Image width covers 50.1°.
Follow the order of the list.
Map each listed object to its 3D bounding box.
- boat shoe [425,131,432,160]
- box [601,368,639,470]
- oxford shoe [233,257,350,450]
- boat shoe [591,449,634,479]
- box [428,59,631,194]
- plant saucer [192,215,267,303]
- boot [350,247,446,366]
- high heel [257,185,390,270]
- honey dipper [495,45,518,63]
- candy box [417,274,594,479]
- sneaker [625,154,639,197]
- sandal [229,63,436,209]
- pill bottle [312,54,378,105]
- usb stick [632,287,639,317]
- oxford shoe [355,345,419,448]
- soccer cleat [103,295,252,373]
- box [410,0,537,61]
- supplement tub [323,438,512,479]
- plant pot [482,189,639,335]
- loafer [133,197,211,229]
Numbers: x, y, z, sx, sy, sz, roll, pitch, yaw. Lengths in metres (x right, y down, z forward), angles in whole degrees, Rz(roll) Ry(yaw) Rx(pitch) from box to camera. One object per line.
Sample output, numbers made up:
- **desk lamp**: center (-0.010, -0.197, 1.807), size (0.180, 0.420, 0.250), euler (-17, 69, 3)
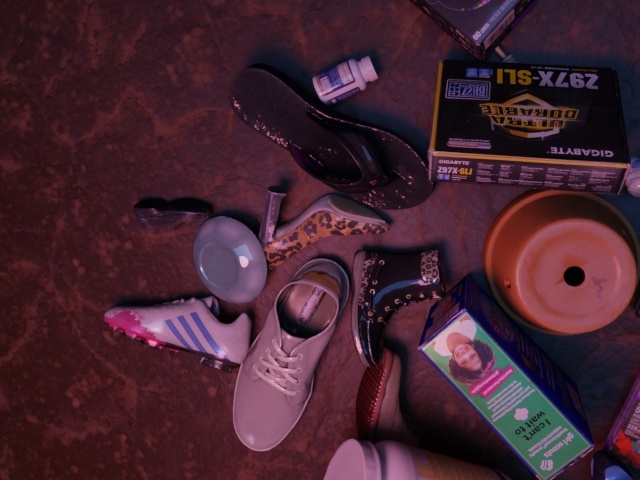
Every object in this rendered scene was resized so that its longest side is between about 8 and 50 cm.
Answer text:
- **boat shoe**: center (0.362, -0.166, 1.287), size (0.320, 0.118, 0.103), euler (13, 98, 18)
- **box**: center (0.726, 0.380, 1.315), size (0.293, 0.057, 0.201), euler (22, 100, 8)
- **oxford shoe**: center (-0.075, 0.244, 1.419), size (0.169, 0.130, 0.449), euler (26, 103, 5)
- **boat shoe**: center (0.583, 0.514, 1.341), size (0.109, 0.089, 0.258), euler (-12, 117, -1)
- **box**: center (0.362, -0.208, 1.216), size (0.322, 0.257, 0.079), euler (6, 140, 9)
- **plant saucer**: center (-0.202, 0.048, 1.430), size (0.195, 0.037, 0.195), euler (10, 111, 28)
- **boot**: center (0.154, 0.126, 1.342), size (0.179, 0.085, 0.236), euler (-6, 73, 19)
- **high heel**: center (0.000, 0.000, 1.409), size (0.261, 0.093, 0.186), euler (13, 118, 1)
- **honey dipper**: center (0.328, -0.381, 1.309), size (0.030, 0.030, 0.160), euler (-38, 86, 13)
- **candy box**: center (0.338, 0.239, 1.264), size (0.317, 0.268, 0.122), euler (45, 107, 3)
- **sneaker**: center (0.678, -0.122, 1.251), size (0.237, 0.085, 0.086), euler (2, 66, 3)
- **sandal**: center (0.009, -0.177, 1.330), size (0.446, 0.107, 0.167), euler (29, 129, 3)
- **pill bottle**: center (0.050, -0.317, 1.350), size (0.120, 0.067, 0.067), euler (-22, 93, 13)
- **usb stick**: center (0.650, 0.028, 1.250), size (0.077, 0.045, 0.278), euler (12, 118, 8)
- **oxford shoe**: center (0.140, 0.386, 1.416), size (0.130, 0.123, 0.348), euler (6, 103, -9)
- **soccer cleat**: center (-0.300, 0.176, 1.475), size (0.331, 0.116, 0.143), euler (15, 74, 13)
- **box**: center (0.246, -0.482, 1.237), size (0.270, 0.143, 0.165), euler (44, 102, 10)
- **supplement tub**: center (0.184, 0.510, 1.267), size (0.331, 0.241, 0.241), euler (20, 102, -14)
- **plant pot**: center (0.448, 0.047, 1.252), size (0.291, 0.203, 0.290), euler (1, 97, 11)
- **loafer**: center (-0.313, -0.052, 1.467), size (0.170, 0.062, 0.061), euler (3, 120, 14)
